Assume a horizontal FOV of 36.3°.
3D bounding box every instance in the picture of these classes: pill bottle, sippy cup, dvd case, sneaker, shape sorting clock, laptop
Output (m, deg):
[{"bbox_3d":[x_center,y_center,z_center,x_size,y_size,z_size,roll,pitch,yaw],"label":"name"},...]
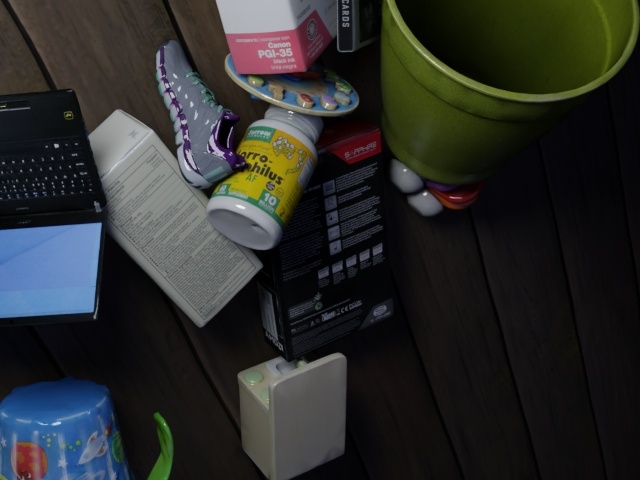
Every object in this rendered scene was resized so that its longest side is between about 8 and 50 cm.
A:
[{"bbox_3d":[-0.074,-0.101,1.419,0.117,0.117,0.208,48,57,-41],"label":"pill bottle"},{"bbox_3d":[-0.388,0.334,1.460,0.305,0.240,0.224,-30,122,-61],"label":"sippy cup"},{"bbox_3d":[0.066,-0.382,1.441,0.239,0.029,0.179,-46,136,-66],"label":"dvd case"},{"bbox_3d":[-0.161,-0.188,1.375,0.083,0.098,0.224,7,65,-68],"label":"sneaker"},{"bbox_3d":[-0.040,-0.236,1.431,0.206,0.206,0.040,-1,121,-36],"label":"shape sorting clock"},{"bbox_3d":[-0.405,-0.037,1.234,0.234,0.137,0.264,-4,121,8],"label":"laptop"}]

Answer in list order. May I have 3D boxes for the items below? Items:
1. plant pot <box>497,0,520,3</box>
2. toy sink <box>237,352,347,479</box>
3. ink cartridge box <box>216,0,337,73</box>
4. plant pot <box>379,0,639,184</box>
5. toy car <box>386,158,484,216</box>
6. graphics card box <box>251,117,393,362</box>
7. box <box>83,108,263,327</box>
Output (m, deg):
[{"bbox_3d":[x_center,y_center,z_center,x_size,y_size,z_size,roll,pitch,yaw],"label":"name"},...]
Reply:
[{"bbox_3d":[0.358,-0.485,1.609,0.284,0.191,0.284,-16,120,-30],"label":"plant pot"},{"bbox_3d":[-0.052,0.285,1.728,0.152,0.131,0.234,-20,127,-28],"label":"toy sink"},{"bbox_3d":[-0.062,-0.400,1.337,0.207,0.117,0.283,-57,142,-46],"label":"ink cartridge box"},{"bbox_3d":[0.242,-0.268,1.499,0.366,0.366,0.353,-30,161,-21],"label":"plant pot"},{"bbox_3d":[0.219,-0.124,1.720,0.159,0.136,0.182,-49,131,-5],"label":"toy car"},{"bbox_3d":[0.000,0.000,1.649,0.232,0.094,0.371,-23,122,-25],"label":"graphics card box"},{"bbox_3d":[-0.236,-0.029,1.444,0.148,0.121,0.311,-44,130,-11],"label":"box"}]
